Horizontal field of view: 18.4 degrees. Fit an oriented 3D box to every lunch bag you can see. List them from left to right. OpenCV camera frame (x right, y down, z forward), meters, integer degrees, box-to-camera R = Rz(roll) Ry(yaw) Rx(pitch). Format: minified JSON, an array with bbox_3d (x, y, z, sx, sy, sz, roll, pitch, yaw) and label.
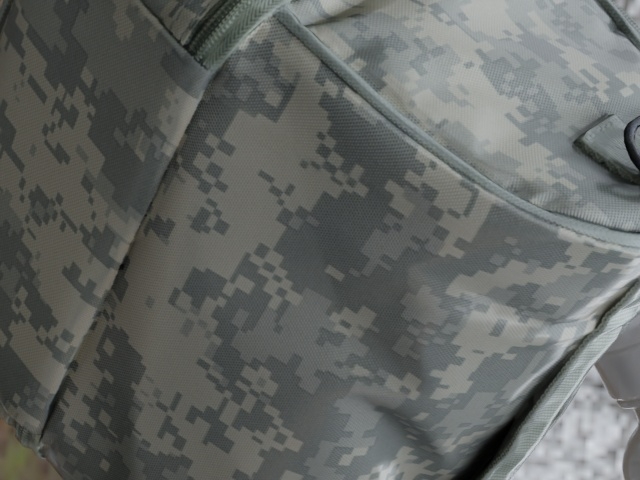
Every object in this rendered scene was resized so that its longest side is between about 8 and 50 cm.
[{"bbox_3d":[0.000,0.000,0.820,0.256,0.213,0.305,47,-48,18],"label":"lunch bag"}]

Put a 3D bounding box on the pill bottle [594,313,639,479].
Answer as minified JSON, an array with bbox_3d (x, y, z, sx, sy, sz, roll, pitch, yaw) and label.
[{"bbox_3d":[0.394,0.227,1.626,0.407,0.229,0.229,60,-9,-2],"label":"pill bottle"}]
